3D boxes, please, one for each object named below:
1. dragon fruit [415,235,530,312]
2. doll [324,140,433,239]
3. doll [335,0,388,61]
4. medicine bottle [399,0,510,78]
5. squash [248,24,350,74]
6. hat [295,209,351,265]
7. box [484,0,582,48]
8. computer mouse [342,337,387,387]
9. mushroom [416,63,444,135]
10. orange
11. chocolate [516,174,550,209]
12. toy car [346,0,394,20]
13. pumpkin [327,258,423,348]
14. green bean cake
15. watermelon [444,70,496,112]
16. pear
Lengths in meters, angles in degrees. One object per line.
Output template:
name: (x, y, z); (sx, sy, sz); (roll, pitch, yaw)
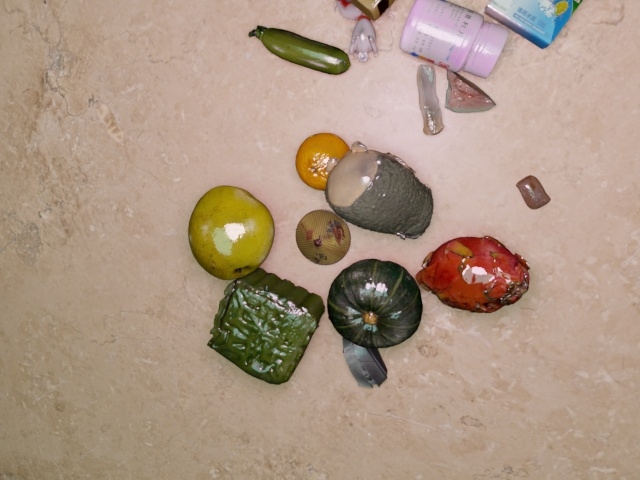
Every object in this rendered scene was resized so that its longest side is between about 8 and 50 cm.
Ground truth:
dragon fruit: (0.434, 0.097, 1.208); (0.250, 0.250, 0.315); (45, 152, -1)
doll: (0.176, -0.136, 1.180); (0.349, 0.247, 0.247); (24, 112, -31)
doll: (0.124, -0.699, 1.161); (0.188, 0.099, 0.385); (4, 98, 13)
medicine bottle: (0.351, -0.538, 1.112); (0.254, 0.152, 0.152); (23, 108, 7)
squash: (-0.067, -0.566, 1.239); (0.331, 0.087, 0.087); (24, 108, 8)
hat: (0.000, 0.000, 1.365); (0.192, 0.082, 0.193); (3, 105, 12)
box: (0.551, -0.615, 1.086); (0.194, 0.073, 0.139); (34, 109, 3)
computer mouse: (0.145, 0.417, 1.439); (0.126, 0.071, 0.231); (-21, 99, 17)
mushroom: (0.313, -0.405, 1.211); (0.059, 0.054, 0.202); (-11, 96, 10)
orange: (0.010, -0.237, 1.269); (0.177, 0.155, 0.178); (0, 99, 1)
chocolate: (0.619, -0.139, 1.212); (0.064, 0.031, 0.101); (-30, 94, 13)
toy car: (0.083, -0.693, 1.076); (0.256, 0.101, 0.124); (43, 104, 6)
pumpkin: (0.167, 0.194, 1.313); (0.299, 0.207, 0.301); (6, 119, 10)
green bean cake: (-0.178, 0.286, 1.407); (0.318, 0.218, 0.335); (23, 109, 6)
watermelon: (0.412, -0.403, 1.179); (0.154, 0.080, 0.101); (18, 117, -8)
pear: (-0.282, -0.019, 1.329); (0.293, 0.294, 0.295); (3, 104, 12)
